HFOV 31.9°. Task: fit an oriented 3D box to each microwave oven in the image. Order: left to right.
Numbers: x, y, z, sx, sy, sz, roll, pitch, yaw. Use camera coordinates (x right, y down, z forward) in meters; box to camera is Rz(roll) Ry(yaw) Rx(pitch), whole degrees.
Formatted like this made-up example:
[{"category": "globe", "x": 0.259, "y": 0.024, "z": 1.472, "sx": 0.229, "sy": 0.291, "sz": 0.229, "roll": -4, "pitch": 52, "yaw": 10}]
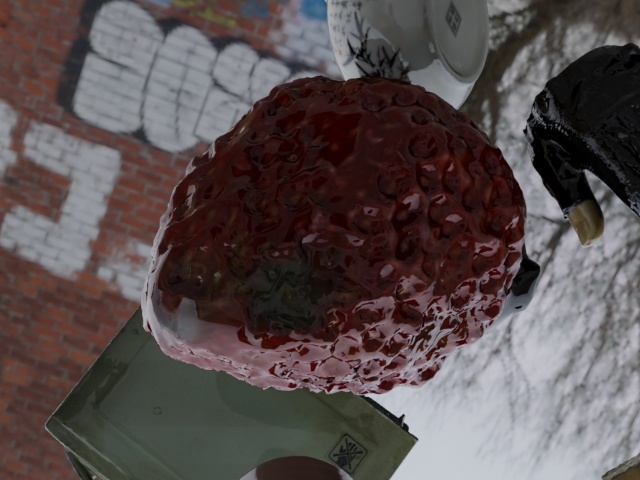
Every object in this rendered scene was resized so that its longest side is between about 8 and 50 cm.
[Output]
[{"category": "microwave oven", "x": -0.122, "y": 0.271, "z": 1.521, "sx": 0.394, "sy": 0.333, "sz": 0.247, "roll": 37, "pitch": 170, "yaw": 4}]

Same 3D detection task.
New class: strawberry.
[{"category": "strawberry", "x": 0.007, "y": -0.010, "z": 0.912, "sx": 0.292, "sy": 0.291, "sz": 0.310, "roll": 35, "pitch": -177, "yaw": 31}]

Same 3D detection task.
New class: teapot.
[{"category": "teapot", "x": 0.067, "y": -0.227, "z": 1.095, "sx": 0.166, "sy": 0.208, "sz": 0.299, "roll": 1, "pitch": 143, "yaw": 48}]

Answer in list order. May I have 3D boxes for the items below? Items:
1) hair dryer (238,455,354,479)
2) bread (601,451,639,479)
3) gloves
[{"category": "hair dryer", "x": 0.078, "y": 0.275, "z": 0.653, "sx": 0.344, "sy": 0.107, "sz": 0.189, "roll": 44, "pitch": 177, "yaw": -9}, {"category": "bread", "x": 0.296, "y": 0.243, "z": 0.957, "sx": 0.169, "sy": 0.140, "sz": 0.160, "roll": 57, "pitch": 166, "yaw": 1}, {"category": "gloves", "x": 0.257, "y": -0.065, "z": 0.916, "sx": 0.129, "sy": 0.106, "sz": 0.180, "roll": -20, "pitch": -124, "yaw": -24}]
